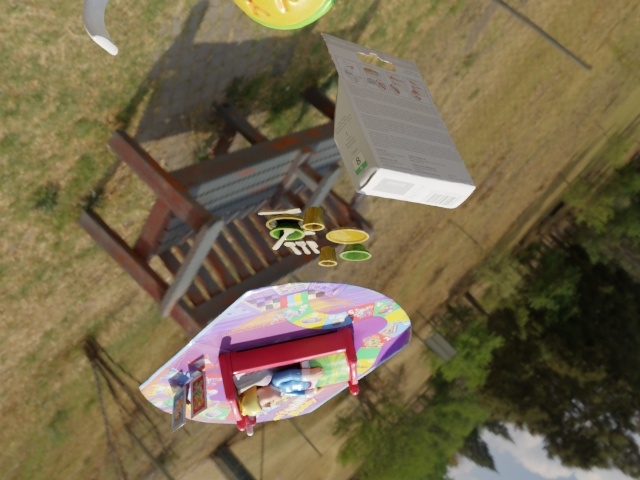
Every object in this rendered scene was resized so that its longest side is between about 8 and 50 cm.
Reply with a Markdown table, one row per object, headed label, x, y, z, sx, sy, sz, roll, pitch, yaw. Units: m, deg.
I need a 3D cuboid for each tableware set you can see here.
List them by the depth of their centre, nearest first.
| label | x | y | z | sx | sy | sz | roll | pitch | yaw |
| --- | --- | --- | --- | --- | --- | --- | --- | --- | --- |
| tableware set | 0.000 | 0.000 | 0.773 | 0.104 | 0.024 | 0.154 | -3 | 160 | 13 |

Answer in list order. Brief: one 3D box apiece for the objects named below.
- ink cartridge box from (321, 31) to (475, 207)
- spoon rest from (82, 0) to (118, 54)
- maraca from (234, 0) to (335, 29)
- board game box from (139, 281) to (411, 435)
| label | x | y | z | sx | sy | sz | roll | pitch | yaw |
| --- | --- | --- | --- | --- | --- | --- | --- | --- | --- |
| ink cartridge box | 0.088 | -0.152 | 0.909 | 0.181 | 0.225 | 0.056 | 5 | 142 | -40 |
| spoon rest | -0.224 | -0.385 | 0.957 | 0.276 | 0.084 | 0.137 | -46 | 162 | 2 |
| maraca | -0.019 | -0.257 | 0.622 | 0.185 | 0.127 | 0.099 | -2 | -158 | 41 |
| board game box | -0.021 | 0.087 | 0.423 | 0.133 | 0.033 | 0.168 | 21 | 132 | -38 |
